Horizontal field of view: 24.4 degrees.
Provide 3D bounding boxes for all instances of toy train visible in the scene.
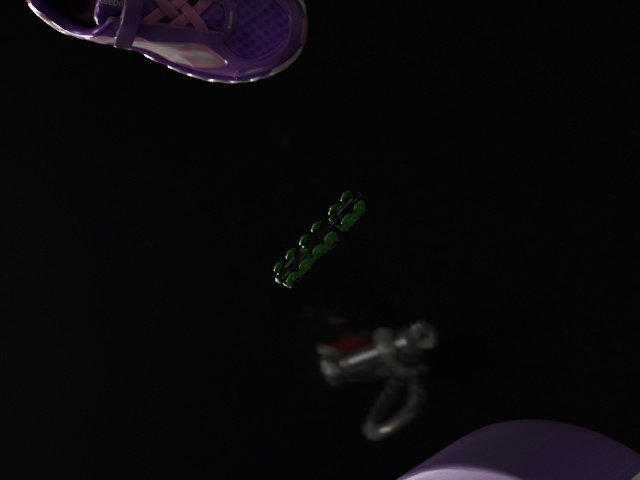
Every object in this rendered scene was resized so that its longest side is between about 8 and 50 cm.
[{"bbox_3d":[0.000,0.000,0.999,0.017,0.024,0.083,39,-102,22],"label":"toy train"}]

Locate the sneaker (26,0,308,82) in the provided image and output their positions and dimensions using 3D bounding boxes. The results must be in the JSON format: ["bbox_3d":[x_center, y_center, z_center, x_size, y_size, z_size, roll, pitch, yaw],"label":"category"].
[{"bbox_3d":[-0.129,-0.180,1.153,0.236,0.104,0.095,13,-82,7],"label":"sneaker"}]

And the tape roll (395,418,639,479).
[{"bbox_3d":[0.144,0.261,0.969,0.274,0.090,0.275,15,-66,37],"label":"tape roll"}]

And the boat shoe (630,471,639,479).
[{"bbox_3d":[0.224,0.126,0.700,0.340,0.127,0.113,-42,-89,-19],"label":"boat shoe"}]
